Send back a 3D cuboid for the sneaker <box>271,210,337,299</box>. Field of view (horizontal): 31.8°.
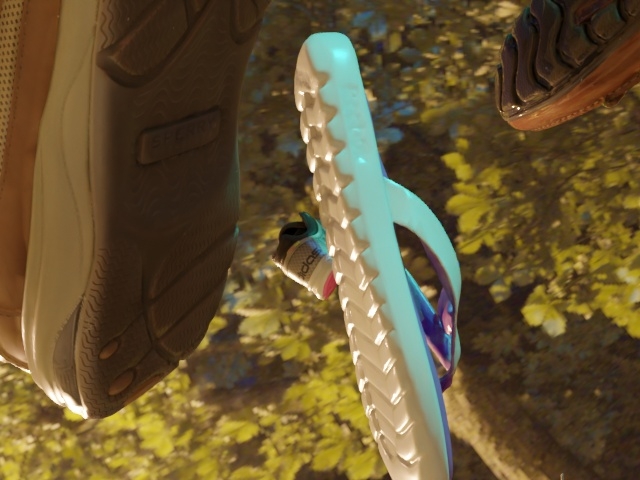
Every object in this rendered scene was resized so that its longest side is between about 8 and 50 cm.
[{"bbox_3d":[0.000,0.000,1.094,0.075,0.170,0.063,30,-67,4],"label":"sneaker"}]

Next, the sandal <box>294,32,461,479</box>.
[{"bbox_3d":[0.070,0.020,0.938,0.169,0.102,0.416,151,-74,-80],"label":"sandal"}]

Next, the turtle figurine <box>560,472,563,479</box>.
[{"bbox_3d":[0.249,0.316,1.029,0.234,0.118,0.175,52,-17,-13],"label":"turtle figurine"}]

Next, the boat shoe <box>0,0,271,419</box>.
[{"bbox_3d":[-0.086,-0.092,0.402,0.116,0.123,0.324,23,-69,23],"label":"boat shoe"}]

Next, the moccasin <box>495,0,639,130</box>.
[{"bbox_3d":[0.303,-0.208,1.022,0.380,0.147,0.139,-41,-136,46],"label":"moccasin"}]
